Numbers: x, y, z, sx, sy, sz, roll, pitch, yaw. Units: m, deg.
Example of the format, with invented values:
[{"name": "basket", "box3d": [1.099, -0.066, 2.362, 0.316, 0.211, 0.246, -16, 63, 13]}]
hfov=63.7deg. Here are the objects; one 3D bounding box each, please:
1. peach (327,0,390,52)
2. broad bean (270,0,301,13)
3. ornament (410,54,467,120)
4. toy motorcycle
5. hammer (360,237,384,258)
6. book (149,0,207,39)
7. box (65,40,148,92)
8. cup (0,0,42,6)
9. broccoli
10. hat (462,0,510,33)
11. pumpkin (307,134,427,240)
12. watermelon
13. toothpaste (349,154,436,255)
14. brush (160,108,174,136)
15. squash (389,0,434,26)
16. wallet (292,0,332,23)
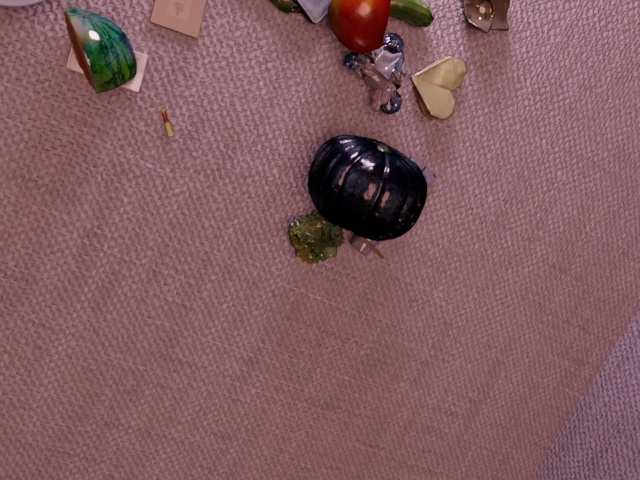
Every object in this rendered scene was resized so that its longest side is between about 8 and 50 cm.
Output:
[{"name": "peach", "box3d": [0.119, -0.643, 1.467, 0.190, 0.190, 0.192, -48, 120, 3]}, {"name": "broad bean", "box3d": [-0.160, -0.765, 1.455, 0.318, 0.056, 0.098, 40, 76, -29]}, {"name": "ornament", "box3d": [0.370, -0.503, 1.664, 0.180, 0.059, 0.201, 15, 99, -17]}, {"name": "toy motorcycle", "box3d": [0.159, -0.515, 1.582, 0.204, 0.108, 0.239, -2, 81, -18]}, {"name": "hammer", "box3d": [0.147, 0.000, 1.674, 0.195, 0.060, 0.028, 42, 95, -21]}, {"name": "book", "box3d": [-0.385, -0.685, 1.438, 0.138, 0.016, 0.198, 15, 102, -18]}, {"name": "box", "box3d": [-0.593, -0.499, 1.437, 0.198, 0.029, 0.109, 16, 102, -19]}, {"name": "cup", "box3d": [-0.773, -0.752, 1.213, 0.347, 0.163, 0.347, -24, 135, -27]}, {"name": "broccoli", "box3d": [0.000, 0.000, 1.649, 0.220, 0.194, 0.194, 15, 102, -24]}, {"name": "hat", "box3d": [0.531, -0.715, 1.639, 0.175, 0.085, 0.147, -2, 97, -37]}, {"name": "pumpkin", "box3d": [0.142, -0.157, 1.547, 0.363, 0.363, 0.266, 20, 113, -19]}, {"name": "watermelon", "box3d": [-0.573, -0.519, 1.373, 0.146, 0.128, 0.231, -22, 110, -27]}, {"name": "toothpaste", "box3d": [0.245, -0.110, 1.741, 0.125, 0.080, 0.371, 39, 91, -28]}, {"name": "brush", "box3d": [-0.454, -0.348, 1.520, 0.019, 0.021, 0.083, -16, 115, -7]}, {"name": "squash", "box3d": [0.247, -0.705, 1.562, 0.219, 0.068, 0.077, 13, 120, -18]}, {"name": "wallet", "box3d": [0.003, -0.756, 1.486, 0.222, 0.036, 0.167, -46, 119, -4]}]
